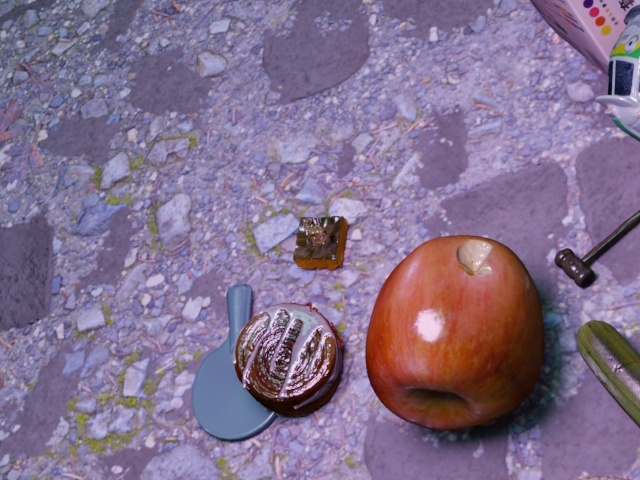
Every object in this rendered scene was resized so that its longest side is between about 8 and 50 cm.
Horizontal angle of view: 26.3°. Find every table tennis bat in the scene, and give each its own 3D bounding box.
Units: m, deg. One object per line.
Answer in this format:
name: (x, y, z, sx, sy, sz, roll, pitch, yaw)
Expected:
table tennis bat: (-0.120, 0.177, 2.020, 0.153, 0.040, 0.244, -12, 61, 19)

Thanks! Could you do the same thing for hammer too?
hammer: (0.440, -0.049, 1.833, 0.292, 0.029, 0.058, -41, 53, 1)

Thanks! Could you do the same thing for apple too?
apple: (0.169, 0.109, 1.761, 0.242, 0.242, 0.241, -9, 52, 26)

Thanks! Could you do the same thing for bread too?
bread: (-0.045, 0.164, 1.942, 0.160, 0.073, 0.160, -8, 63, 16)

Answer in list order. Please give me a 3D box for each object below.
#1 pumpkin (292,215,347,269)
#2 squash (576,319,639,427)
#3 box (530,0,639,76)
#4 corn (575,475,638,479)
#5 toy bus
pumpkin: (0.000, 0.000, 2.042, 0.074, 0.054, 0.083, -4, 56, 23)
squash: (0.396, 0.185, 1.694, 0.066, 0.066, 0.229, -40, 50, 4)
box: (0.352, -0.342, 1.883, 0.091, 0.221, 0.274, -39, 32, 6)
corn: (0.430, 0.338, 1.546, 0.335, 0.126, 0.126, -1, 62, 29)
toy bus: (0.483, -0.168, 1.719, 0.165, 0.276, 0.133, -59, 7, 0)
